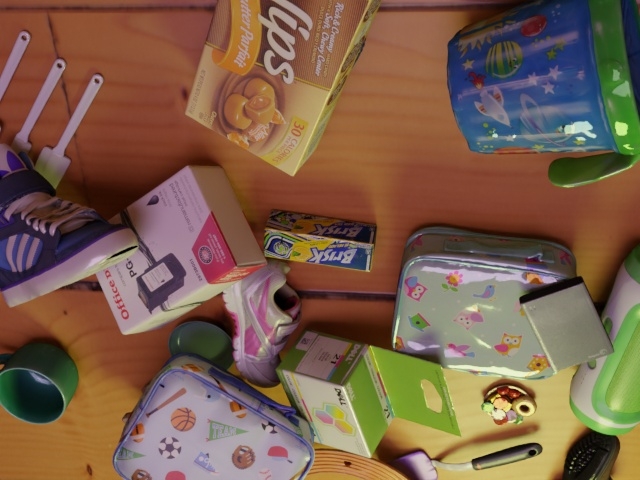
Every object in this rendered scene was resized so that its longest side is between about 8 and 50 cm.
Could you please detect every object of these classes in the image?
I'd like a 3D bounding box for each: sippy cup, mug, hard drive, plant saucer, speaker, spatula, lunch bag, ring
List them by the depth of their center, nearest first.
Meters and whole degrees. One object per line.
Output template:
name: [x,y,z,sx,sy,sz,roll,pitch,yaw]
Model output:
sippy cup: [0.287,-0.207,1.172,0.224,0.240,0.305,-8,98,25]
hard drive: [0.357,0.123,1.344,0.094,0.022,0.135,-22,116,18]
speaker: [0.476,0.153,1.409,0.131,0.131,0.296,13,123,2]
spatula: [-0.441,-0.190,1.412,0.168,0.019,0.242,32,121,-9]
lunch bag: [0.255,0.092,1.418,0.279,0.108,0.224,7,120,5]
lunch bag: [-0.161,0.334,1.502,0.303,0.115,0.243,31,96,-6]
plant saucer: [-0.202,0.182,1.601,0.119,0.021,0.119,4,122,6]
mug: [-0.504,0.236,1.640,0.129,0.097,0.157,-32,111,26]
spatula: [0.250,0.397,1.647,0.297,0.030,0.084,-16,118,24]
ring: [0.043,0.498,1.736,0.337,0.032,0.336,7,127,9]

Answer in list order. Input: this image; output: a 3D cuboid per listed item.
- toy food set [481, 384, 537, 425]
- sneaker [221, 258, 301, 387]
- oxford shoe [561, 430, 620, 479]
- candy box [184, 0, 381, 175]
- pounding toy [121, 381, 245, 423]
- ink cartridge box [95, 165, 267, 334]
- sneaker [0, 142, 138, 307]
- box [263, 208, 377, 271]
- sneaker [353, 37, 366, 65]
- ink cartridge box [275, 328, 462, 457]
toy food set: [0.317,0.280,1.575,0.083,0.020,0.082,37,120,-14]
sneaker: [-0.083,0.136,1.505,0.111,0.103,0.252,-2,122,13]
oxford shoe: [0.473,0.412,1.608,0.096,0.082,0.227,5,125,-15]
candy box: [-0.050,-0.254,1.213,0.183,0.087,0.316,30,134,3]
pounding toy: [-0.201,0.329,1.665,0.270,0.155,0.154,32,150,0]
ink cartridge box: [-0.227,0.017,1.417,0.237,0.100,0.172,-31,79,25]
sneaker: [-0.421,-0.043,1.373,0.323,0.130,0.236,-20,94,44]
box: [0.000,0.000,1.431,0.169,0.059,0.054,8,125,5]
sneaker: [0.011,-0.242,1.286,0.058,0.052,0.135,36,120,-8]
ink cartridge box: [0.078,0.259,1.489,0.255,0.097,0.188,10,136,33]
